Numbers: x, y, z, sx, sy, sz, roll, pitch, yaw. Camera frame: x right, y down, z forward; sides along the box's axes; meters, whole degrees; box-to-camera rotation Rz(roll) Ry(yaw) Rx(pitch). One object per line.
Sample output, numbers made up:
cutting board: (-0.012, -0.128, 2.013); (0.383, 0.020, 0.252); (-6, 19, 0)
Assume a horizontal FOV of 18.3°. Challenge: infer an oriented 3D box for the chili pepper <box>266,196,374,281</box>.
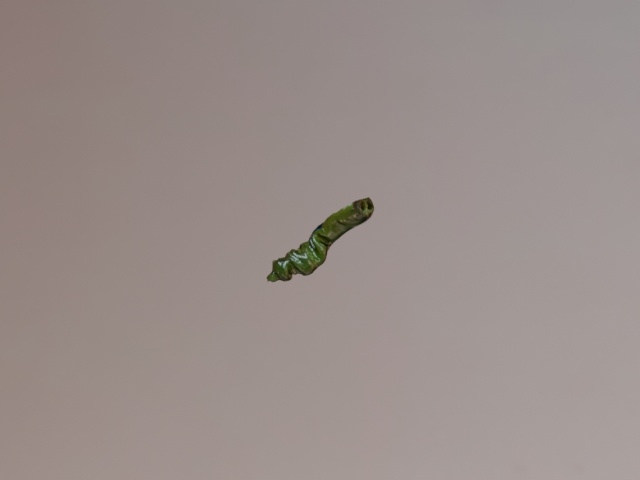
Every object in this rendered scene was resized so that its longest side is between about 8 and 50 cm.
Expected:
chili pepper: (0.000, 0.000, 1.215); (0.083, 0.022, 0.027); (-39, 29, 22)
